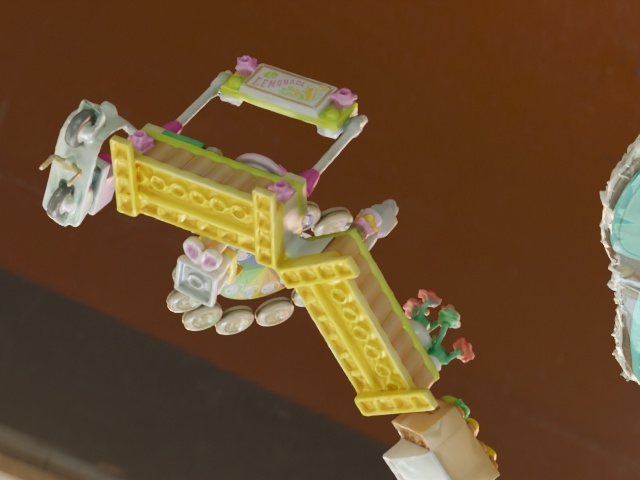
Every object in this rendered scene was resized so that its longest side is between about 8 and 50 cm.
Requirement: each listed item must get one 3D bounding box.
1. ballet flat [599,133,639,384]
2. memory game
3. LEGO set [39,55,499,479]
[{"bbox_3d":[0.315,-0.012,1.540,0.147,0.147,0.409,4,146,6],"label":"ballet flat"},{"bbox_3d":[-0.047,0.027,1.534,0.186,0.012,0.186,-18,148,-11],"label":"memory game"},{"bbox_3d":[0.000,0.000,0.897,0.287,0.107,0.132,35,139,5],"label":"LEGO set"}]
